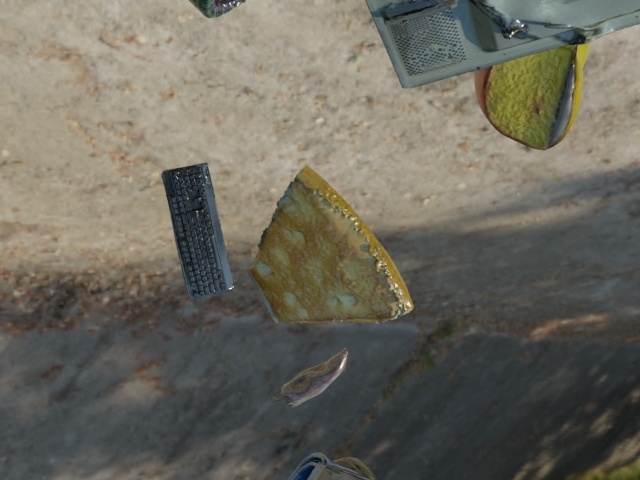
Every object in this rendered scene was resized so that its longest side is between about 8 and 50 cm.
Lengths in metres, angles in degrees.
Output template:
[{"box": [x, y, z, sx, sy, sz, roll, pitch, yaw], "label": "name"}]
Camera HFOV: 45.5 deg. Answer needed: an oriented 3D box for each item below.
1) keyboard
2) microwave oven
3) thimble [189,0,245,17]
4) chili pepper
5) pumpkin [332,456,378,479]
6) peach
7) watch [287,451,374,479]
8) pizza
[{"box": [-0.179, -0.013, 1.127, 0.074, 0.196, 0.015, -14, -169, -19], "label": "keyboard"}, {"box": [0.288, -0.461, 1.154, 0.432, 0.374, 0.236, -13, 147, 17], "label": "microwave oven"}, {"box": [-0.155, -0.406, 1.152, 0.118, 0.090, 0.135, -44, 178, 35], "label": "thimble"}, {"box": [-0.012, 0.228, 1.241, 0.153, 0.050, 0.041, -32, 144, 5], "label": "chili pepper"}, {"box": [0.046, 0.460, 1.401, 0.107, 0.119, 0.183, -45, 159, 28], "label": "pumpkin"}, {"box": [0.462, -0.393, 1.678, 0.242, 0.380, 0.306, 11, 150, 13], "label": "peach"}, {"box": [0.003, 0.487, 1.130, 0.241, 0.305, 0.274, 30, 159, -11], "label": "watch"}, {"box": [-0.004, 0.006, 0.898, 0.188, 0.204, 0.080, -12, -156, 37], "label": "pizza"}]
